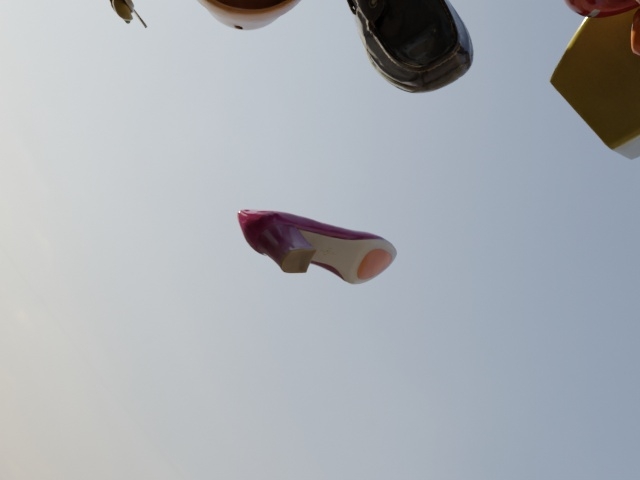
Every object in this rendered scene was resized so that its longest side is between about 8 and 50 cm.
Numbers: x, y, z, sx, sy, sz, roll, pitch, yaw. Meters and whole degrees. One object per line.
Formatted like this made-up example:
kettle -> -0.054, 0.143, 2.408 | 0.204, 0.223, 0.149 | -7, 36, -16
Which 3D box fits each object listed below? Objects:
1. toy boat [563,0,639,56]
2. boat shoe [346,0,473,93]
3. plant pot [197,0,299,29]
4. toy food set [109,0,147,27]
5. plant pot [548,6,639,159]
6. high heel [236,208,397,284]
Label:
toy boat -> 0.382, -0.286, 0.867 | 0.231, 0.151, 0.151 | 15, -78, 62
boat shoe -> 0.084, -0.331, 1.006 | 0.130, 0.132, 0.355 | 46, 14, -49
plant pot -> -0.154, -0.574, 1.591 | 0.291, 0.291, 0.203 | 51, -10, 1
toy food set -> -0.407, -0.488, 1.471 | 0.132, 0.038, 0.192 | 52, -5, 10
plant pot -> 0.463, -0.237, 1.094 | 0.187, 0.212, 0.212 | -43, -114, 25
high heel -> 0.000, 0.000, 1.040 | 0.117, 0.244, 0.082 | 44, -58, 36
